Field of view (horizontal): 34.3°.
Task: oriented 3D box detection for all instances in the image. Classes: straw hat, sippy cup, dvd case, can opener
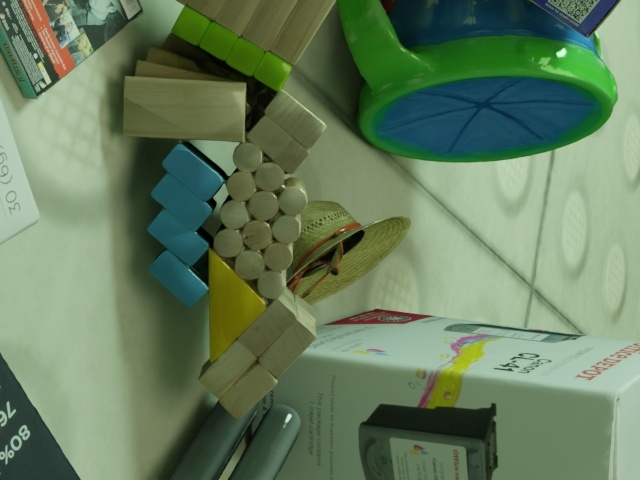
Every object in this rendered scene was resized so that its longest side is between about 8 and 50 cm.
[{"bbox_3d":[0.000,0.000,0.875,0.061,0.144,0.144,55,27,18],"label":"straw hat"},{"bbox_3d":[0.148,-0.214,0.978,0.305,0.240,0.224,49,37,-72],"label":"sippy cup"},{"bbox_3d":[-0.164,-0.156,0.654,0.119,0.013,0.087,-53,135,-41],"label":"dvd case"},{"bbox_3d":[-0.105,0.236,0.746,0.283,0.076,0.095,-58,170,-39],"label":"can opener"}]

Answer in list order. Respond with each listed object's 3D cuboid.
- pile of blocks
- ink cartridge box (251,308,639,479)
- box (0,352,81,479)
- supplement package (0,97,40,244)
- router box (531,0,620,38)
[{"bbox_3d":[-0.064,-0.062,0.755,0.112,0.149,0.362,-101,-163,-82],"label":"pile of blocks"},{"bbox_3d":[0.125,0.145,0.864,0.226,0.306,0.131,-8,99,-58],"label":"ink cartridge box"},{"bbox_3d":[-0.206,0.158,0.517,0.153,0.108,0.207,-54,136,-42],"label":"box"},{"bbox_3d":[-0.273,-0.024,0.331,0.293,0.175,0.177,-42,128,-49],"label":"supplement package"},{"bbox_3d":[0.154,-0.370,0.891,0.301,0.335,0.082,-56,-179,-39],"label":"router box"}]
